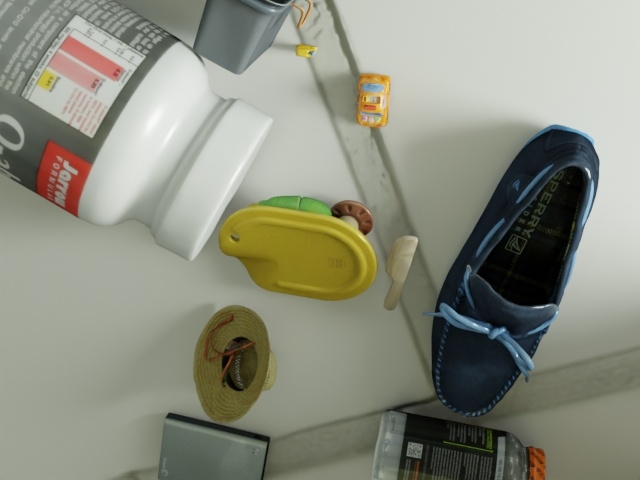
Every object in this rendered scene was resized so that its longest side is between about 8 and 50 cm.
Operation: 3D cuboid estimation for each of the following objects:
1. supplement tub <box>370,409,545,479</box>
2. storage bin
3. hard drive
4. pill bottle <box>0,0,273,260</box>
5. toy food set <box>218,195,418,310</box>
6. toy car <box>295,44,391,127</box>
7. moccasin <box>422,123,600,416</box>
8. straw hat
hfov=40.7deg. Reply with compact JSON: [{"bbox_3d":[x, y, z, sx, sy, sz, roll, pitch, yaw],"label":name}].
[{"bbox_3d":[0.155,0.268,0.993,0.190,0.117,0.117,10,110,8],"label":"supplement tub"},{"bbox_3d":[-0.066,-0.226,0.860,0.098,0.135,0.091,28,123,-1],"label":"storage bin"},{"bbox_3d":[-0.137,0.278,1.100,0.135,0.022,0.094,12,111,6],"label":"hard drive"},{"bbox_3d":[-0.244,-0.143,0.869,0.362,0.210,0.210,31,111,-4],"label":"pill bottle"},{"bbox_3d":[0.000,0.000,0.961,0.217,0.071,0.128,10,134,9],"label":"toy food set"},{"bbox_3d":[0.020,-0.160,0.909,0.122,0.040,0.060,22,111,2],"label":"toy car"},{"bbox_3d":[0.189,0.045,0.908,0.137,0.117,0.342,15,111,5],"label":"moccasin"},{"bbox_3d":[-0.085,0.147,1.019,0.061,0.144,0.144,21,119,-42],"label":"straw hat"}]
